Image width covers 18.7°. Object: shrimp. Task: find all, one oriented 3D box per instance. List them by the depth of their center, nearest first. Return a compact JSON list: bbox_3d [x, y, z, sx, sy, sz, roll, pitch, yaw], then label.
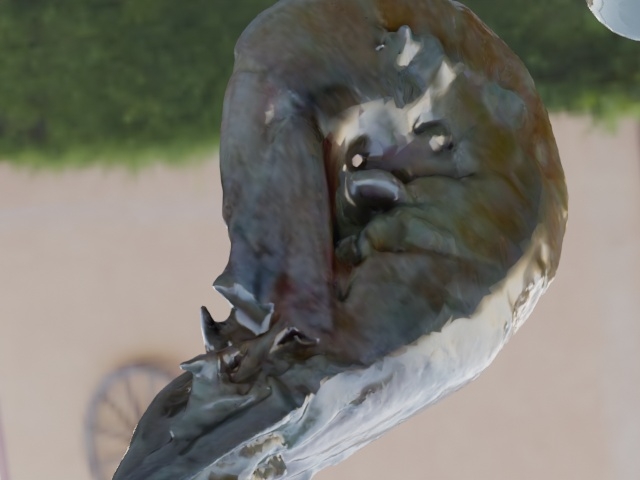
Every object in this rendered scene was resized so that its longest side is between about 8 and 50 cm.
[{"bbox_3d":[0.000,0.000,0.726,0.062,0.164,0.317,-25,-168,45],"label":"shrimp"}]

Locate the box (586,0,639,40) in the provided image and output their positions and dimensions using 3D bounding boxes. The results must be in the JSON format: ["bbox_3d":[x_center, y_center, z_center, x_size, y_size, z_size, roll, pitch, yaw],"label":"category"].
[{"bbox_3d":[0.289,-0.231,0.826,0.352,0.177,0.344,5,153,7],"label":"box"}]
